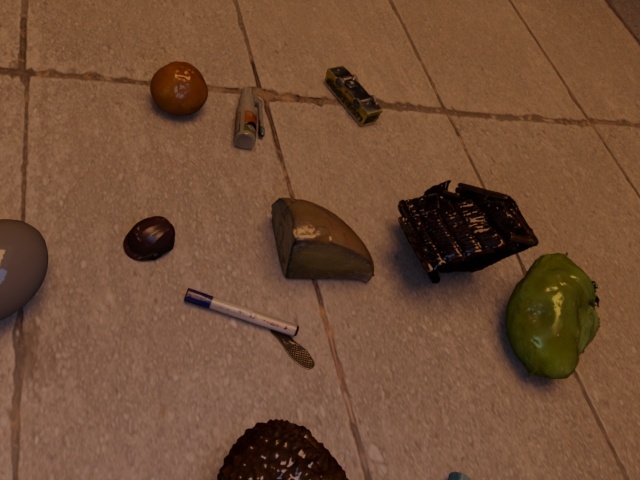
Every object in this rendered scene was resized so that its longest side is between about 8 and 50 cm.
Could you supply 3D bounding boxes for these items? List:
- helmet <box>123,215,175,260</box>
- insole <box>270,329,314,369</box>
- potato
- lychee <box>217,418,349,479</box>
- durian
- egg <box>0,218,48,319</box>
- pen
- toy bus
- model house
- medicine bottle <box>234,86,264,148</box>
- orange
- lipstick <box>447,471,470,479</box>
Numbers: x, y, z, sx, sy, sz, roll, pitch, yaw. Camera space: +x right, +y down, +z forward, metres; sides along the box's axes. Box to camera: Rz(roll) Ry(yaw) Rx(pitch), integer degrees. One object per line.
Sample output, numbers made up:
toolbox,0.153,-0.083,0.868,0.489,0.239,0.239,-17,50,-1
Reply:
helmet,-0.394,-0.012,1.478,0.123,0.070,0.098,-27,68,-37
insole,-0.064,0.243,1.456,0.045,0.002,0.135,-31,69,-38
potato,0.021,-0.024,1.578,0.265,0.189,0.211,5,52,-19
lychee,-0.077,0.462,1.126,0.268,0.267,0.267,11,50,-14
durian,0.599,0.196,1.637,0.255,0.204,0.340,50,52,4
egg,-0.643,0.066,1.245,0.176,0.176,0.231,24,57,-3
pen,-0.179,0.166,1.449,0.269,0.033,0.033,20,49,-6
toy bus,0.102,-0.469,2.042,0.081,0.074,0.226,-22,64,-35
model house,0.333,-0.048,1.657,0.283,0.297,0.317,-2,57,-31
medicine bottle,-0.203,-0.355,1.843,0.092,0.061,0.220,27,43,-34
orange,-0.390,-0.425,1.764,0.159,0.136,0.158,14,48,-15
lipstick,0.273,0.561,1.312,0.048,0.048,0.158,27,49,0
